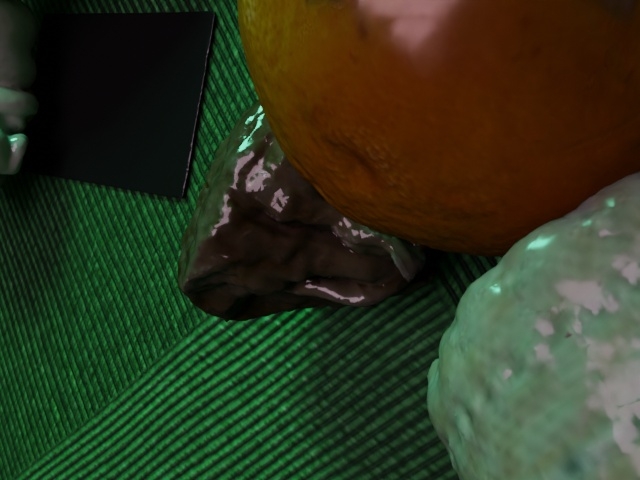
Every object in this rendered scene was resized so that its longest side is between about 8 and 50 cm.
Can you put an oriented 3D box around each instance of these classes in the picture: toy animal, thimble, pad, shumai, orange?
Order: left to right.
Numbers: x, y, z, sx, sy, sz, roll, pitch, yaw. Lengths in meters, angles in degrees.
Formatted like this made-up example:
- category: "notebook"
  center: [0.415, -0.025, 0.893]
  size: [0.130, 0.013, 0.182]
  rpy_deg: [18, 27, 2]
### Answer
- category: "toy animal"
  center: [-0.403, -0.203, 1.020]
  size: [0.208, 0.154, 0.325]
  rpy_deg: [41, 122, 54]
- category: "pad"
  center: [-0.242, -0.162, 1.005]
  size: [0.300, 0.005, 0.202]
  rpy_deg: [10, 90, 37]
- category: "shumai"
  center: [-0.001, -0.003, 0.695]
  size: [0.185, 0.184, 0.218]
  rpy_deg: [38, 89, 35]
- category: "orange"
  center: [0.102, -0.136, 0.535]
  size: [0.312, 0.312, 0.312]
  rpy_deg: [-5, 81, 36]
- category: "thimble"
  center: [0.214, 0.090, 0.478]
  size: [0.291, 0.291, 0.195]
  rpy_deg: [-41, 59, 25]
